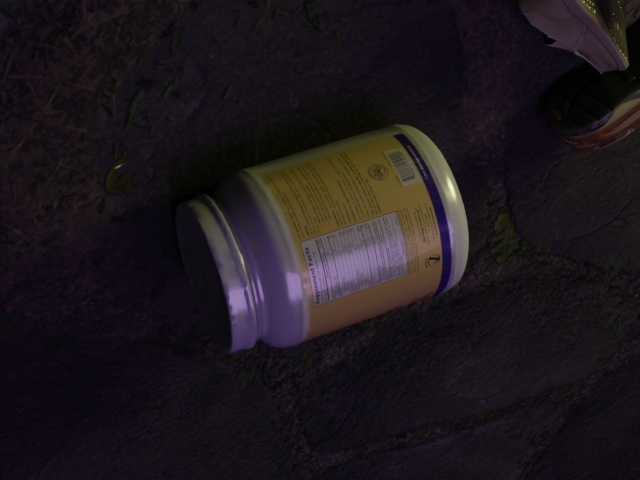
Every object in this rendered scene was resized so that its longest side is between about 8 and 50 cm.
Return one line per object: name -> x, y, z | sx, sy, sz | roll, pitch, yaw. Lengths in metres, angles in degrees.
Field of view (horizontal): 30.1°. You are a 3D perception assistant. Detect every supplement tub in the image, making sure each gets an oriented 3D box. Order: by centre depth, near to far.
supplement tub -> 0.000, 0.000, 1.557 | 0.331, 0.241, 0.241 | -18, 137, -17

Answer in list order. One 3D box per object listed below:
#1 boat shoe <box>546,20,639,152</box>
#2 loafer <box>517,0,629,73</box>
boat shoe -> 0.485, -0.241, 1.746 | 0.324, 0.123, 0.120 | -30, 145, 8
loafer -> 0.346, -0.300, 1.608 | 0.092, 0.102, 0.268 | -11, 158, 29
